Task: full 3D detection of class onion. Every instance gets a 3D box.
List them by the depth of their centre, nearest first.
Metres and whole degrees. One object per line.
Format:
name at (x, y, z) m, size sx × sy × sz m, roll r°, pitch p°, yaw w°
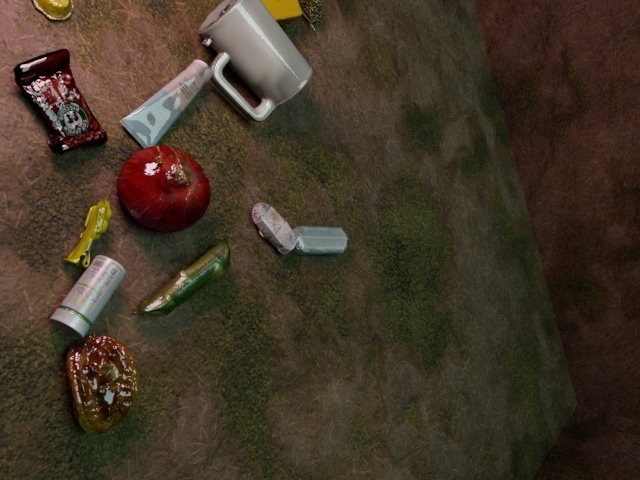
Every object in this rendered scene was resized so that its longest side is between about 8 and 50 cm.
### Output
onion at (-0.402, -0.134, 1.442) m, size 0.248 × 0.161 × 0.248 m, roll -10°, pitch 108°, yaw -33°

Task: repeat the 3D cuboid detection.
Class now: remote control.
remote control at (0.000, 0.000, 1.890) m, size 0.247 × 0.052 × 0.104 m, roll 0°, pitch 82°, yaw -43°

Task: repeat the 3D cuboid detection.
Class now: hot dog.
hot dog at (-0.511, 0.332, 1.282) m, size 0.160 × 0.099 × 0.227 m, roll -19°, pitch 94°, yaw -46°
hot dog at (-0.148, -0.042, 1.747) m, size 0.192 × 0.053 × 0.099 m, roll 48°, pitch 52°, yaw -25°

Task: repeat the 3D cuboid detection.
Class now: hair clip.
hair clip at (-0.549, -0.019, 1.322) m, size 0.046 × 0.072 × 0.173 m, roll 39°, pitch 61°, yaw -47°

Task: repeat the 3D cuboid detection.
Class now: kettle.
kettle at (-0.200, -0.564, 1.675) m, size 0.318 × 0.205 × 0.265 m, roll 46°, pitch 40°, yaw -34°

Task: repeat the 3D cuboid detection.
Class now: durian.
durian at (-0.049, -0.877, 1.967) m, size 0.221 × 0.095 × 0.137 m, roll 48°, pitch 53°, yaw -36°

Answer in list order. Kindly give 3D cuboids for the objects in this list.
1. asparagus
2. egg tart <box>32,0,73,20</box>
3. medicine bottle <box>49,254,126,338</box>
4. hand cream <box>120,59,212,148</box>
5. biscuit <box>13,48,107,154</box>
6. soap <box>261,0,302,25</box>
asparagus at (-0.356, 0.113, 1.488) m, size 0.343 × 0.082 × 0.085 m, roll -46°, pitch 119°, yaw -39°
egg tart at (-0.650, -0.592, 1.344) m, size 0.105 × 0.039 × 0.105 m, roll 12°, pitch 73°, yaw -45°
medicine bottle at (-0.541, 0.130, 1.292) m, size 0.086 × 0.086 × 0.183 m, roll 47°, pitch 53°, yaw -30°
hand cream at (-0.417, -0.386, 1.526) m, size 0.111 × 0.070 × 0.312 m, roll 51°, pitch 55°, yaw -32°
biscuit at (-0.616, -0.322, 1.311) m, size 0.151 × 0.063 × 0.235 m, roll -39°, pitch 113°, yaw -41°
soap at (-0.199, -0.869, 1.809) m, size 0.204 × 0.096 × 0.324 m, roll -34°, pitch 107°, yaw -43°
